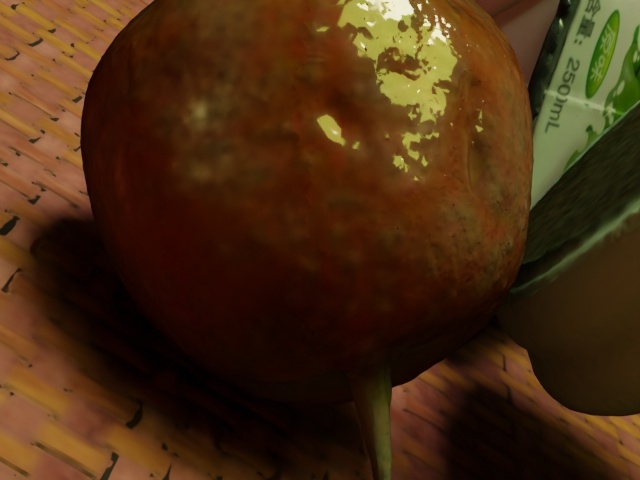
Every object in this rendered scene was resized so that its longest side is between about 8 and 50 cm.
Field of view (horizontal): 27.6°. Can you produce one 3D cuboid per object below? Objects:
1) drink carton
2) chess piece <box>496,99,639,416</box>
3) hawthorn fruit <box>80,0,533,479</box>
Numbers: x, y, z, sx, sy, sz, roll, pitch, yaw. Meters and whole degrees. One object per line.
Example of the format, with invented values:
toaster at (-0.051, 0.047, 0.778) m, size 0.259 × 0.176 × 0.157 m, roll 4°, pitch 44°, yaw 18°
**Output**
drink carton at (0.114, -0.058, 0.642) m, size 0.108 × 0.161 × 0.271 m, roll 23°, pitch 12°, yaw 32°
chess piece at (0.221, 0.064, 0.456) m, size 0.299 × 0.194 × 0.194 m, roll 47°, pitch 19°, yaw -3°
hawthorn fruit at (0.007, -0.016, 0.405) m, size 0.149 × 0.149 × 0.189 m, roll 18°, pitch 21°, yaw -39°
